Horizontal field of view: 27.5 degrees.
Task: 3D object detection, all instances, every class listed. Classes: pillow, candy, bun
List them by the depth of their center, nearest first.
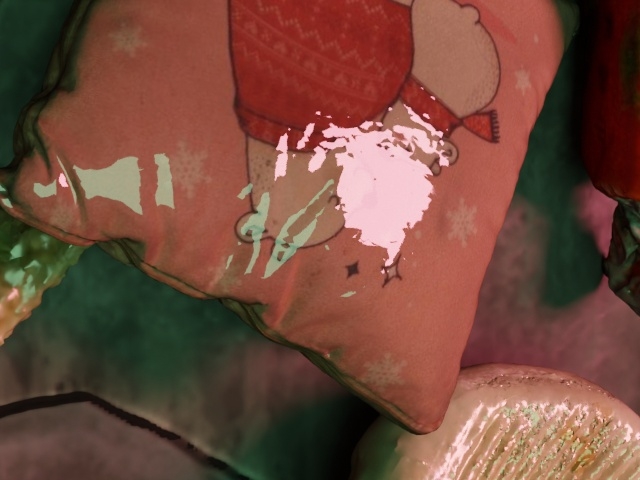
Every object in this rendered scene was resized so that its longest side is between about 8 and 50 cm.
[{"bbox_3d":[-0.003,-0.062,0.553,0.236,0.084,0.223,31,69,-24],"label":"pillow"},{"bbox_3d":[0.157,-0.098,0.610,0.059,0.086,0.292,-3,106,-6],"label":"candy"},{"bbox_3d":[0.086,0.148,0.641,0.183,0.102,0.183,1,88,-19],"label":"bun"}]

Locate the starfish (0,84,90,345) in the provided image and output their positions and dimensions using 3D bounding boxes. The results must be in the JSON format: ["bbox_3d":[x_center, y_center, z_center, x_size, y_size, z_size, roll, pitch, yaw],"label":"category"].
[{"bbox_3d":[-0.205,0.165,0.491,0.432,0.082,0.324,-29,67,-7],"label":"starfish"}]
